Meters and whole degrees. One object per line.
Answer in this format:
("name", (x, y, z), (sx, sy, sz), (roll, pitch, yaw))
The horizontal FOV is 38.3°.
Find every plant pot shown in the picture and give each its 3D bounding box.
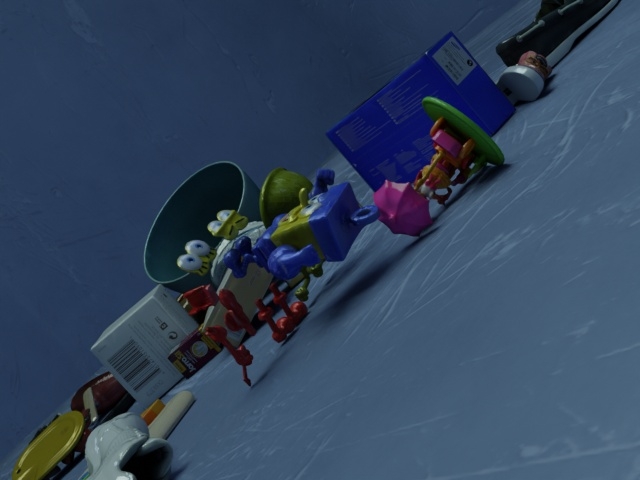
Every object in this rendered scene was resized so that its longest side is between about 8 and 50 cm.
("plant pot", (-0.199, 0.007, 1.931), (0.290, 0.195, 0.290), (-28, 42, 29))

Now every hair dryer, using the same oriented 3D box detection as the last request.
("hair dryer", (-0.504, 0.385, 2.034), (0.293, 0.080, 0.223), (-49, 25, -19))

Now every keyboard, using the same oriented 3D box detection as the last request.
("keyboard", (-0.393, 0.325, 1.893), (0.108, 0.023, 0.180), (-45, 5, 25))

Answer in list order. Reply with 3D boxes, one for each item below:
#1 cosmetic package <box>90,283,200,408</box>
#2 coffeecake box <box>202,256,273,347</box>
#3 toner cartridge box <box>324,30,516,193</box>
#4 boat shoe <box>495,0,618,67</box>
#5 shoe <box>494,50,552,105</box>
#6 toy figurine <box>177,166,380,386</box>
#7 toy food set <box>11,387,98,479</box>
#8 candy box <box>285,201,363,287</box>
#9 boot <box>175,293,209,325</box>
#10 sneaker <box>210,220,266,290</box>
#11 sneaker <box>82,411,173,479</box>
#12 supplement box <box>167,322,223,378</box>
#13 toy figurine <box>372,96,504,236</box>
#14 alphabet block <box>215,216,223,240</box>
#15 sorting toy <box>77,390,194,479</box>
("cosmetic package", (-0.312, 0.193, 1.722), (0.151, 0.151, 0.184), (-41, 8, -1))
("coffeecake box", (-0.139, 0.090, 1.573), (0.142, 0.068, 0.185), (-64, 6, 2))
("toner cartridge box", (0.156, -0.198, 1.553), (0.075, 0.165, 0.348), (-44, 7, -30))
("boat shoe", (0.416, -0.385, 1.596), (0.302, 0.091, 0.114), (-45, 8, -31))
("shoe", (0.323, -0.260, 1.432), (0.081, 0.063, 0.178), (-47, 3, -3))
("toy figurine", (0.000, 0.003, 1.212), (0.217, 0.191, 0.362), (-22, 16, 28))
("toy food set", (-0.490, 0.404, 1.781), (0.218, 0.071, 0.128), (-44, 31, -7))
("candy box", (0.000, 0.000, 1.635), (0.187, 0.053, 0.109), (-42, 7, 0))
("boot", (-0.280, 0.185, 1.976), (0.305, 0.112, 0.115), (-38, 36, -25))
("sneaker", (-0.082, 0.009, 1.751), (0.283, 0.110, 0.122), (-38, 31, -15))
("sneaker", (-0.215, 0.261, 1.076), (0.115, 0.090, 0.232), (-34, 17, 8))
("supplement box", (-0.218, 0.192, 1.611), (0.083, 0.055, 0.043), (-41, 7, 6))
("toy figurine", (0.136, -0.075, 1.183), (0.159, 0.130, 0.173), (-51, -15, -2))
("alphabet block", (-0.231, 0.014, 2.160), (0.193, 0.197, 0.192), (-38, 0, 24))
("sorting toy", (-0.292, 0.310, 1.336), (0.208, 0.038, 0.193), (-38, 7, 27))
